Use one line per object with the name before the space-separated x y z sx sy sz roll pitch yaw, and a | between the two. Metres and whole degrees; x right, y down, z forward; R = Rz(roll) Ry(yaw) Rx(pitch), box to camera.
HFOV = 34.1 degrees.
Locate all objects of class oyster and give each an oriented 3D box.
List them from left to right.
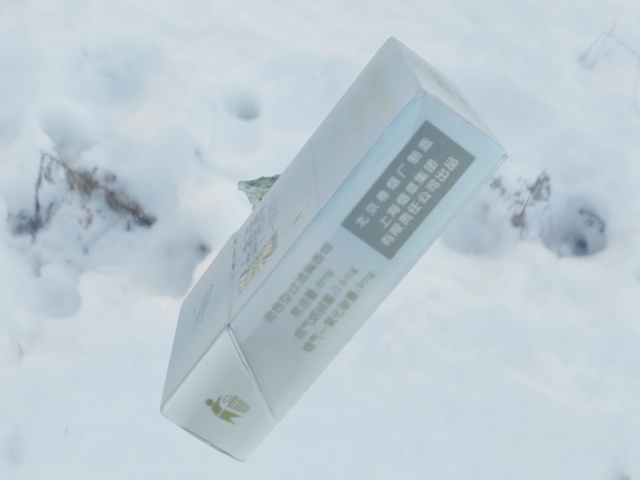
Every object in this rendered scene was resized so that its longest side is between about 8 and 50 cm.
oyster | -0.025 -0.021 0.815 0.100 0.098 0.037 20 61 -38

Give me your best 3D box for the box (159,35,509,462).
box | 0.000 0.000 0.642 0.067 0.243 0.155 36 15 -13
